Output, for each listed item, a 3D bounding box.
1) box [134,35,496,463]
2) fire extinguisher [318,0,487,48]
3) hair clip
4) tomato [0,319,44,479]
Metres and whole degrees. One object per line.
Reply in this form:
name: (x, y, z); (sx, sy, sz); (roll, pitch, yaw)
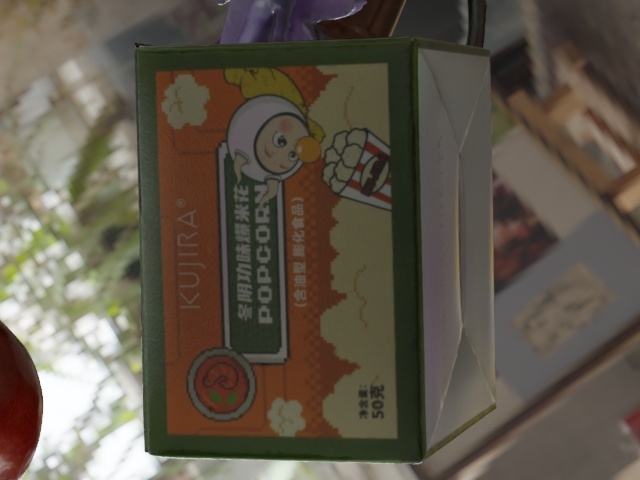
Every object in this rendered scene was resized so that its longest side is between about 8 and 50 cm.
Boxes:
box: (0.000, 0.000, 0.957); (0.177, 0.148, 0.195); (-14, -77, -73)
fire extinguisher: (0.050, -0.230, 1.569); (0.200, 0.376, 0.113); (12, 162, 42)
hair clip: (-0.020, -0.211, 1.343); (0.137, 0.090, 0.278); (35, 133, 30)
tomato: (-0.262, 0.106, 1.140); (0.136, 0.195, 0.195); (53, 168, 26)
